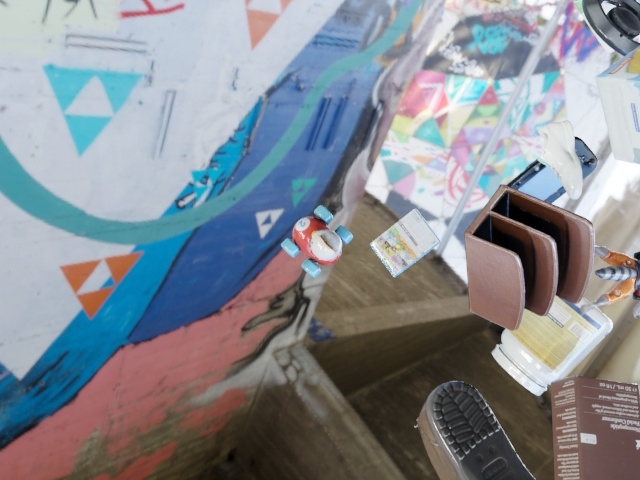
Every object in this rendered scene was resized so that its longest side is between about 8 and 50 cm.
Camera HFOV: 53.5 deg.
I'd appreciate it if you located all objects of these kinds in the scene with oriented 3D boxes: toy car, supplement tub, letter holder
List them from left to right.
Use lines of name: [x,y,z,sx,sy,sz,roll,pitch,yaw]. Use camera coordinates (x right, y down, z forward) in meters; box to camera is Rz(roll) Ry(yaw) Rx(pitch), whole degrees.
toy car: [0.000,0.000,2.309,0.210,0.219,0.238,45,173,-4]
letter holder: [0.439,0.065,1.340,0.214,0.302,0.152,28,-116,31]
supplement tub: [0.706,0.298,1.956,0.228,0.316,0.228,38,-170,-8]

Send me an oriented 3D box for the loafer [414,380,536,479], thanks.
loafer: [0.266,0.400,0.999,0.134,0.130,0.366,-17,-106,-20]

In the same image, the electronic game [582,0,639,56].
electronic game: [0.709,-0.507,1.488,0.229,0.048,0.229,12,-123,-19]

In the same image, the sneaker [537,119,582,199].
sneaker: [0.604,-0.200,1.615,0.094,0.080,0.212,-7,-109,7]

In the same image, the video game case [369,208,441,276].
video game case: [0.236,0.007,1.775,0.119,0.166,0.015,54,-163,11]

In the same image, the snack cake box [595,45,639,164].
snack cake box: [0.560,-0.246,0.969,0.264,0.152,0.089,-35,-151,-11]

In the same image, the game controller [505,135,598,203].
game controller: [0.740,-0.200,2.074,0.166,0.319,0.067,35,-156,-33]

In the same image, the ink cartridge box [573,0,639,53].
ink cartridge box: [0.917,-0.724,1.995,0.212,0.154,0.093,47,-147,-18]

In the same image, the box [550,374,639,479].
box: [0.725,0.559,1.659,0.191,0.143,0.381,9,-111,-9]

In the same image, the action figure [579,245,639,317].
action figure: [0.903,0.147,1.772,0.330,0.178,0.341,0,-112,1]

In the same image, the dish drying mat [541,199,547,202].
dish drying mat: [0.577,-0.066,1.602,0.032,0.008,0.083,7,-126,-36]
